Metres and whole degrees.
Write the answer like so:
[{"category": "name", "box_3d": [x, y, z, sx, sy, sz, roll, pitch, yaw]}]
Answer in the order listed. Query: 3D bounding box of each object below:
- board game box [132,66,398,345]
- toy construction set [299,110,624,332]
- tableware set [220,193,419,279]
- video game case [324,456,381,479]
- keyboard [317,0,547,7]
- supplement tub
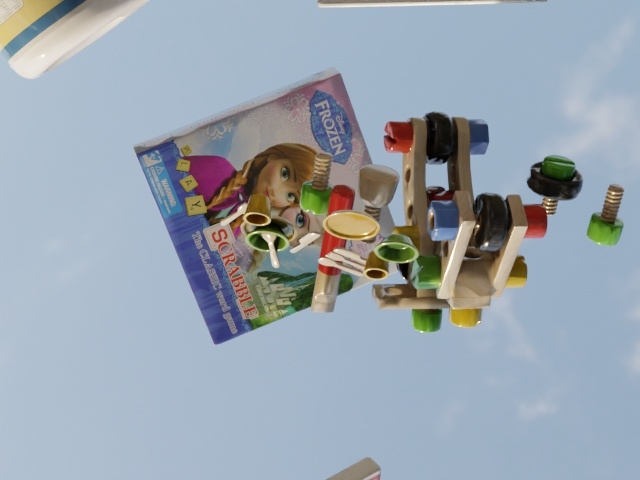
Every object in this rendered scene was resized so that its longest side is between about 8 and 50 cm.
[{"category": "board game box", "box_3d": [-0.068, -0.049, 2.232, 0.318, 0.318, 0.066, -23, -161, -4]}, {"category": "toy construction set", "box_3d": [0.107, 0.021, 1.590, 0.257, 0.309, 0.237, 38, -52, 42]}, {"category": "tableware set", "box_3d": [0.000, 0.000, 1.272, 0.104, 0.154, 0.024, -33, -137, 50]}, {"category": "video game case", "box_3d": [-0.028, 0.375, 1.621, 0.204, 0.285, 0.025, -24, -133, -30]}, {"category": "keyboard", "box_3d": [0.119, -0.281, 1.607, 0.256, 0.014, 0.072, 2, -104, 23]}, {"category": "supplement tub", "box_3d": [-0.232, -0.243, 1.191, 0.144, 0.199, 0.144, -34, -172, 6]}]
